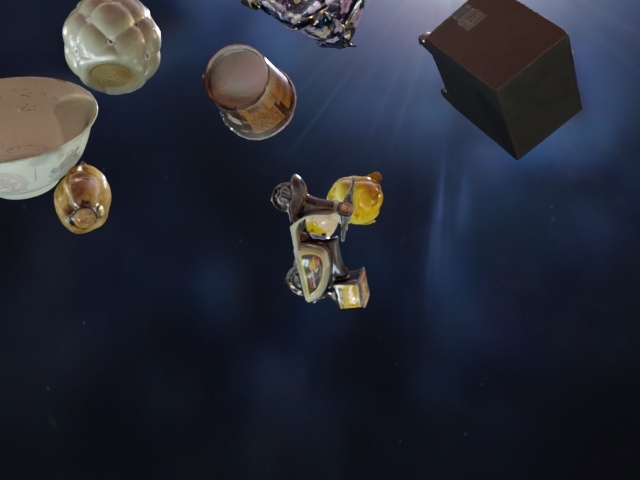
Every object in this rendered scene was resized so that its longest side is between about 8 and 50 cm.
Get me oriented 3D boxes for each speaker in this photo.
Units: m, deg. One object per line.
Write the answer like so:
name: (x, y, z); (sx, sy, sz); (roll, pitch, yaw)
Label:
speaker: (0.360, -0.338, 1.350); (0.184, 0.232, 0.254); (-39, -128, 2)

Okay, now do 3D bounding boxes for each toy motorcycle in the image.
toy motorcycle: (0.000, 0.000, 1.262); (0.157, 0.263, 0.091); (-6, -159, 14)

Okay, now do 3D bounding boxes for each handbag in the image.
handbag: (-0.008, -0.329, 0.726); (0.127, 0.208, 0.228); (5, -84, 13)

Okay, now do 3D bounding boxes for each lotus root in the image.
lotus root: (-0.513, -0.097, 1.471); (0.125, 0.118, 0.221); (-36, -146, 6)

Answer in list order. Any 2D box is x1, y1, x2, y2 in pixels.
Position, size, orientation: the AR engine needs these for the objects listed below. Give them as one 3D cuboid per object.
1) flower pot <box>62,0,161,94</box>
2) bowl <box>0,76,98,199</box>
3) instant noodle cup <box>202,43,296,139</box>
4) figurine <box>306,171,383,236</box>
flower pot: (-0.517, -0.485, 1.692); (0.246, 0.246, 0.195); (-3, -113, -9)
bowl: (-0.776, -0.232, 1.730); (0.435, 0.196, 0.434); (2, -140, -2)
instant noodle cup: (-0.188, -0.390, 1.765); (0.217, 0.207, 0.217); (-1, -97, 10)
figurine: (0.056, -0.079, 1.660); (0.156, 0.246, 0.131); (36, -140, -36)
